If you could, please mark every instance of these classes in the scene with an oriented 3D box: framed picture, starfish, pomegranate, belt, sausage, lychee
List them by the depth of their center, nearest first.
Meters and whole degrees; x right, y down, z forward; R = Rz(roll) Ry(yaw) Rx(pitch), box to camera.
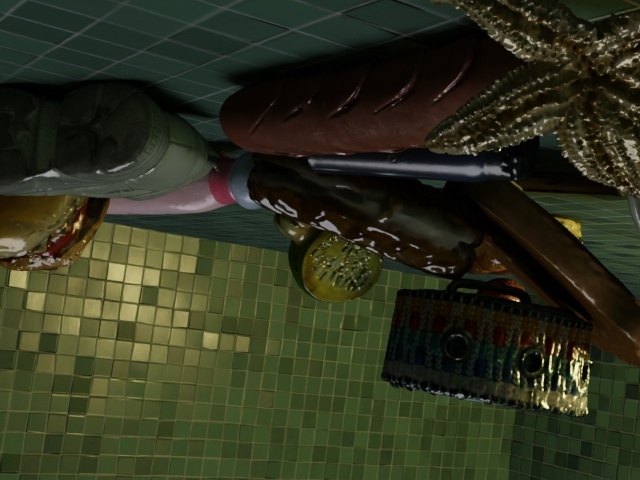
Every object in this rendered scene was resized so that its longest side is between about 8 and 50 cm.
[{"bbox_3d":[0.173,-0.104,0.643,0.238,0.216,0.071,38,-154,-13],"label":"starfish"},{"bbox_3d":[0.044,-0.120,0.840,0.087,0.088,0.433,11,174,-38],"label":"sausage"},{"bbox_3d":[0.233,0.136,1.255,0.294,0.161,0.207,10,173,-11],"label":"belt"},{"bbox_3d":[0.336,-0.078,1.317,0.149,0.011,0.109,4,175,27],"label":"framed picture"},{"bbox_3d":[0.342,0.130,1.824,0.101,0.114,0.140,16,151,-2],"label":"lychee"},{"bbox_3d":[-0.001,0.014,1.907,0.240,0.190,0.159,8,-161,-24],"label":"pomegranate"}]

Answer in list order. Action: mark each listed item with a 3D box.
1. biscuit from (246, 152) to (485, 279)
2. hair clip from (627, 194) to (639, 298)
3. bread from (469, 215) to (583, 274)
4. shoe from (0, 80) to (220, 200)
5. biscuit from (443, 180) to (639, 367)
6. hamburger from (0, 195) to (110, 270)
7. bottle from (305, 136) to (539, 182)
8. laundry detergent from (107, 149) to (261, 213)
[{"bbox_3d":[0.057,-0.044,1.236,0.332,0.103,0.332,21,179,0],"label":"biscuit"},{"bbox_3d":[0.413,-0.027,1.037,0.113,0.173,0.282,22,172,32],"label":"hair clip"},{"bbox_3d":[0.362,0.014,1.764,0.184,0.114,0.274,8,177,-5],"label":"bread"},{"bbox_3d":[-0.289,-0.106,1.189,0.342,0.132,0.210,0,170,30],"label":"shoe"},{"bbox_3d":[0.313,0.028,1.289,0.365,0.062,0.385,44,180,4],"label":"biscuit"},{"bbox_3d":[-0.421,-0.069,1.362,0.244,0.244,0.163,4,153,29],"label":"hamburger"},{"bbox_3d":[0.108,-0.102,1.021,0.244,0.072,0.082,6,-148,20],"label":"bottle"},{"bbox_3d":[-0.210,-0.089,1.427,0.335,0.088,0.159,2,-152,36],"label":"laundry detergent"}]
